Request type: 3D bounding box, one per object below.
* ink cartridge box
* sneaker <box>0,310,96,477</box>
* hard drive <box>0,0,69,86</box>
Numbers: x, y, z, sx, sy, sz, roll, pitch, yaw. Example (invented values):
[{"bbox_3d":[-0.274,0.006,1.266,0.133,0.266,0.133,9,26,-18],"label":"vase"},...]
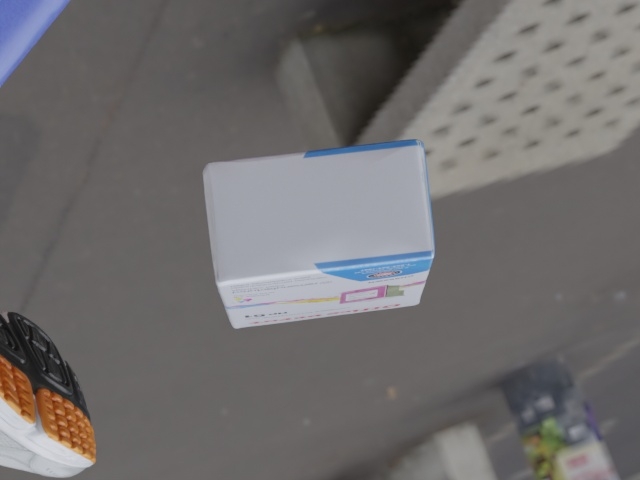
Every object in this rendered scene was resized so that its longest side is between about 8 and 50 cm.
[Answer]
[{"bbox_3d":[0.000,0.000,0.734,0.088,0.052,0.122,-7,170,-1],"label":"ink cartridge box"},{"bbox_3d":[-0.255,0.095,1.090,0.121,0.099,0.262,-37,134,19],"label":"sneaker"},{"bbox_3d":[-0.149,-0.234,0.792,0.040,0.210,0.319,-7,-137,50],"label":"hard drive"}]
